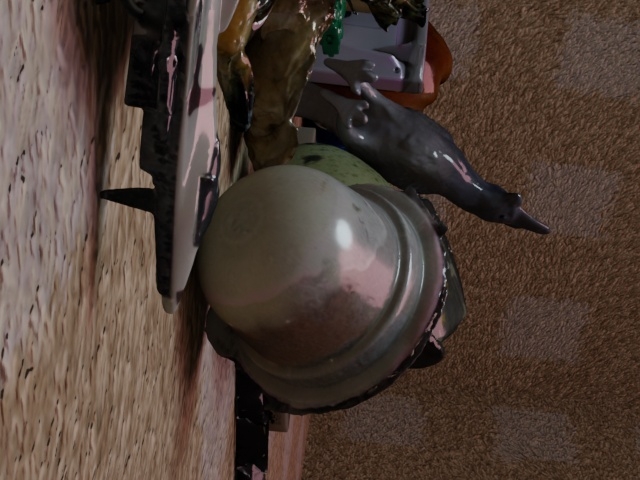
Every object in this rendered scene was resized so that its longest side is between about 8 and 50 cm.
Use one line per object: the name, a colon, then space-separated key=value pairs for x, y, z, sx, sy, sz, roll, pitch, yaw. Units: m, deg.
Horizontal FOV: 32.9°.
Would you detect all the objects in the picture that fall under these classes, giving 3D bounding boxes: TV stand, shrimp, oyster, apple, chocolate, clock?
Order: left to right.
TV stand: x=-0.078 y=0.201 z=1.245 sx=0.042 sy=0.036 sz=0.249 roll=-80 pitch=174 yaw=-52
oyster: x=-0.032 y=-0.182 z=0.964 sx=0.161 sy=0.107 sz=0.233 roll=-96 pitch=-154 yaw=-54
chocolate: x=-0.025 y=0.016 z=0.835 sx=0.147 sy=0.221 sz=0.221 roll=37 pitch=47 yaw=-39
shrimp: x=-0.003 y=-0.167 z=0.856 sx=0.262 sy=0.051 sz=0.198 roll=17 pitch=102 yaw=-60
clock: x=0.056 y=-0.318 z=1.461 sx=0.083 sy=0.186 sz=0.253 roll=96 pitch=0 yaw=-70
apple: x=0.072 y=-0.259 z=1.613 sx=0.234 sy=0.234 sz=0.234 roll=6 pitch=90 yaw=-88

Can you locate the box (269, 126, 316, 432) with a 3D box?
box: x=-0.046 y=0.047 z=1.446 sx=0.204 sy=0.051 sz=0.365 roll=92 pitch=4 yaw=-52

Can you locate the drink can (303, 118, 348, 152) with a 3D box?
drink can: x=0.025 y=-0.157 z=1.944 sx=0.205 sy=0.118 sz=0.118 roll=92 pitch=4 yaw=-47

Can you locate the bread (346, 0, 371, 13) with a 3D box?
bread: x=0.032 y=-0.354 z=1.319 sx=0.134 sy=0.141 sz=0.148 roll=-79 pitch=175 yaw=-57

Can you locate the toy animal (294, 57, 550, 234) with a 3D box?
toy animal: x=0.055 y=-0.112 z=1.098 sx=0.081 sy=0.367 sz=0.206 roll=-58 pitch=154 yaw=-4

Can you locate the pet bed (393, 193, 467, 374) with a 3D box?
pet bed: x=0.033 y=0.062 z=1.200 sx=0.159 sy=0.211 sz=0.183 roll=-32 pitch=106 yaw=-56

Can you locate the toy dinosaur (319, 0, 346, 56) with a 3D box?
toy dinosaur: x=-0.016 y=-0.290 z=1.052 sx=0.259 sy=0.094 sz=0.153 roll=80 pitch=12 yaw=-50

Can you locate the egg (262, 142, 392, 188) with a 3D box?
egg: x=0.000 y=0.000 z=1.044 sx=0.177 sy=0.177 sz=0.228 roll=93 pitch=-17 yaw=-49

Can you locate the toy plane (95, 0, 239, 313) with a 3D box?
toy plane: x=-0.068 y=-0.084 z=0.500 sx=0.160 sy=0.082 sz=0.234 roll=-120 pitch=-131 yaw=-76
